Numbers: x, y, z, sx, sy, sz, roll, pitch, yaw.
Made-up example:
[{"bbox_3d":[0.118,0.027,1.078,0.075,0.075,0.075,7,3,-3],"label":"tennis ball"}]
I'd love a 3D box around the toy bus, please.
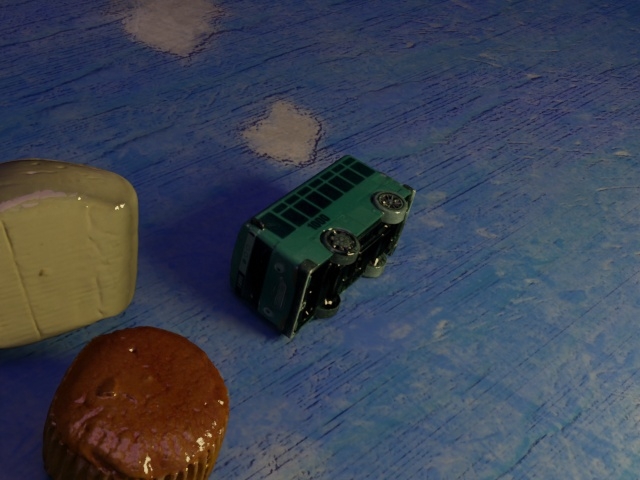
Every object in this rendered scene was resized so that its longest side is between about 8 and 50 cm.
[{"bbox_3d":[0.000,0.000,1.223,0.147,0.128,0.256,32,41,20],"label":"toy bus"}]

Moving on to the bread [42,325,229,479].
[{"bbox_3d":[-0.188,0.182,0.976,0.199,0.104,0.199,11,41,-10],"label":"bread"}]

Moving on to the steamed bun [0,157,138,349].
[{"bbox_3d":[-0.333,0.002,1.054,0.250,0.200,0.155,-12,35,-22],"label":"steamed bun"}]
